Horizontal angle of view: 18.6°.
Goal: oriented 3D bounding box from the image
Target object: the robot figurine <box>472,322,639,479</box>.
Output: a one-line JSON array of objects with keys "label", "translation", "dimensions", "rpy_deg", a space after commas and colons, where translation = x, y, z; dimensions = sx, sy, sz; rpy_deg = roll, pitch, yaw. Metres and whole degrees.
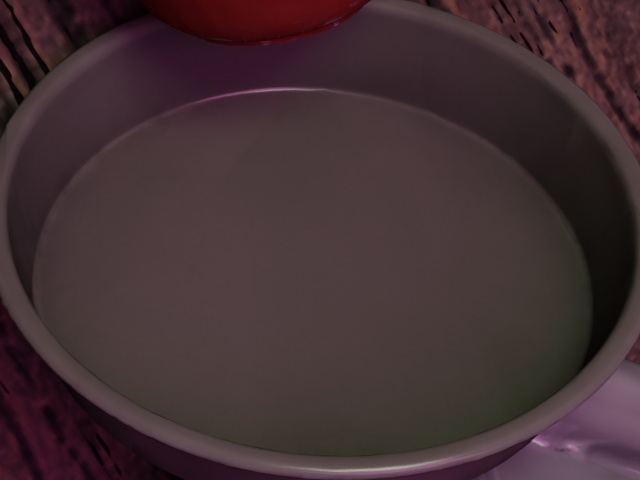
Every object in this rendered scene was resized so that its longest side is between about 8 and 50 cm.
[{"label": "robot figurine", "translation": [0.078, 0.185, 0.930], "dimensions": [0.353, 0.200, 0.300], "rpy_deg": [18, 102, -27]}]

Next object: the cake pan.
[{"label": "cake pan", "translation": [0.000, 0.000, 0.859], "dimensions": [0.293, 0.293, 0.054], "rpy_deg": [-21, 142, -23]}]

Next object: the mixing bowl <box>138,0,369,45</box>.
[{"label": "mixing bowl", "translation": [-0.028, -0.150, 0.878], "dimensions": [0.181, 0.181, 0.098], "rpy_deg": [-23, 122, -22]}]
